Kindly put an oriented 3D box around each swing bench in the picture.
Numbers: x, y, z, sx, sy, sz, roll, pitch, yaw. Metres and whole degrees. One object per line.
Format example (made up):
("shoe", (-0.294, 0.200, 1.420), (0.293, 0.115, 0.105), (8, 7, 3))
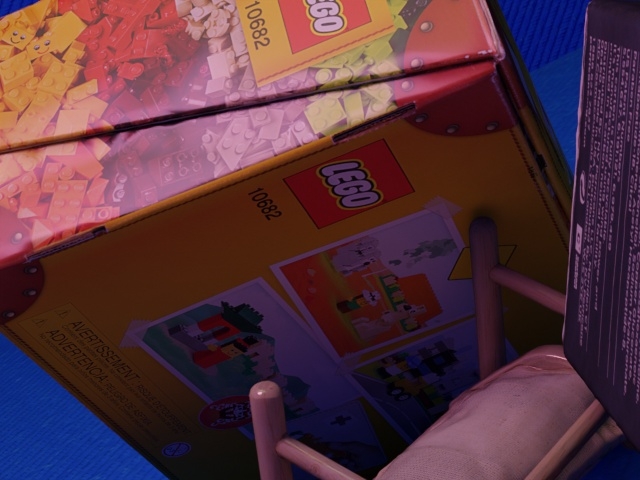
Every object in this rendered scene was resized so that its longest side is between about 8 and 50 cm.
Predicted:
("swing bench", (0.077, 0.164, 1.087), (0.165, 0.254, 0.253), (28, 39, 23))

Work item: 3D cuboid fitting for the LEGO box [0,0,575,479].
("LEGO box", (0.000, 0.000, 1.294), (0.372, 0.193, 0.500), (-21, -33, 9))

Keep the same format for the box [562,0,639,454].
("box", (0.295, 0.005, 0.821), (0.294, 0.212, 0.395), (2, 10, -3))
